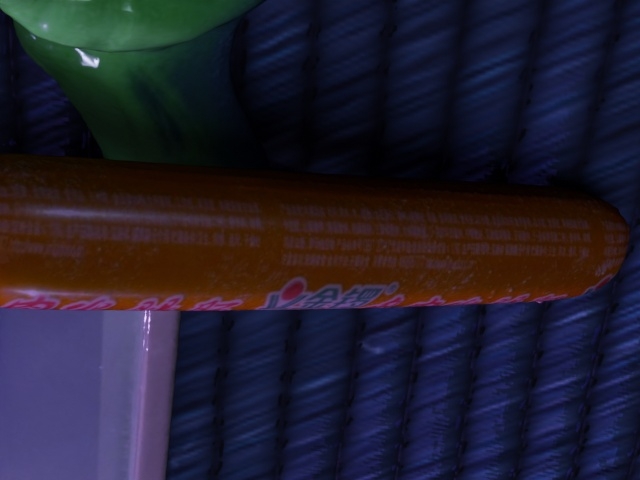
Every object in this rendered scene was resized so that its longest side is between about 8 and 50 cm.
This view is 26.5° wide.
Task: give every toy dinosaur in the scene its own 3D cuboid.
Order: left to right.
[{"bbox_3d":[0.042,-0.168,0.439,0.500,0.144,0.374,-21,128,14],"label":"toy dinosaur"}]

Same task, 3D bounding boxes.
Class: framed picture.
[{"bbox_3d":[-0.172,0.089,0.613,0.213,0.016,0.289,4,137,-8],"label":"framed picture"}]

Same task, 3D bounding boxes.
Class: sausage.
[{"bbox_3d":[0.000,0.000,0.522,0.348,0.053,0.053,2,127,-37],"label":"sausage"}]
